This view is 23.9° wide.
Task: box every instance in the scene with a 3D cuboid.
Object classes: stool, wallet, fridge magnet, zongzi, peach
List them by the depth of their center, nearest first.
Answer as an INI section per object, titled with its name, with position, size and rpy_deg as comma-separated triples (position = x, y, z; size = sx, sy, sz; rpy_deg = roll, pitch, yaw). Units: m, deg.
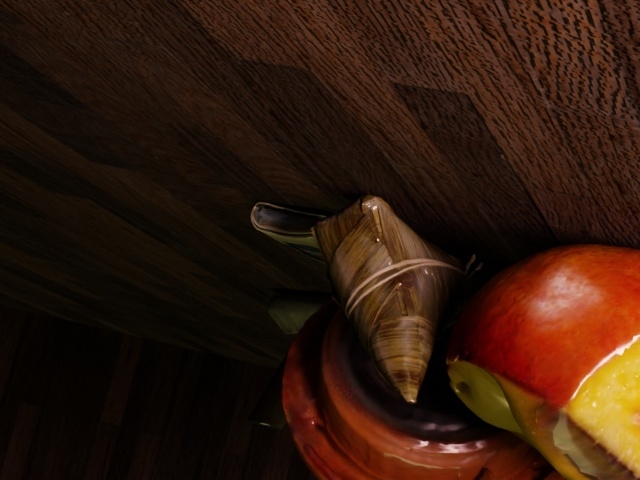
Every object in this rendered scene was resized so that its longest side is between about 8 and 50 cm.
[peach]
position = 0.287, 0.122, 1.468
size = 0.306, 0.242, 0.380
rpy_deg = 36, 180, -2
[zongzi]
position = 0.110, 0.097, 1.579
size = 0.111, 0.241, 0.248
rpy_deg = -31, 147, 21
[fridge magnet]
position = 0.135, 0.173, 1.765
size = 0.364, 0.363, 0.155
rpy_deg = 13, 139, 8
[wallet]
position = 0.000, 0.000, 1.769
size = 0.110, 0.039, 0.155
rpy_deg = 10, 170, 32
[stool]
position = 0.076, 0.230, 2.431
size = 0.310, 0.226, 0.310
rpy_deg = 25, 166, -39
